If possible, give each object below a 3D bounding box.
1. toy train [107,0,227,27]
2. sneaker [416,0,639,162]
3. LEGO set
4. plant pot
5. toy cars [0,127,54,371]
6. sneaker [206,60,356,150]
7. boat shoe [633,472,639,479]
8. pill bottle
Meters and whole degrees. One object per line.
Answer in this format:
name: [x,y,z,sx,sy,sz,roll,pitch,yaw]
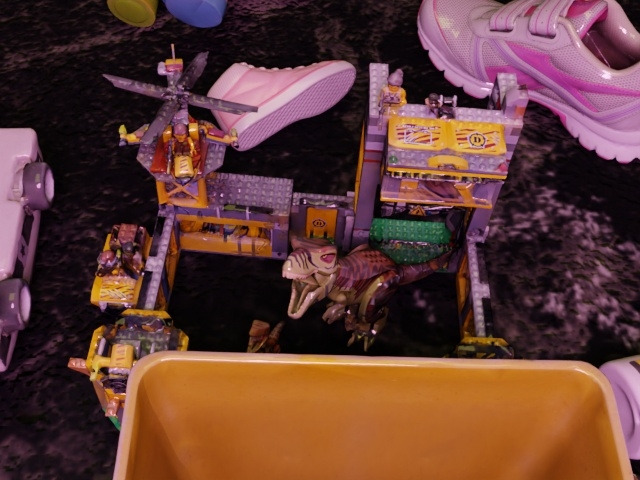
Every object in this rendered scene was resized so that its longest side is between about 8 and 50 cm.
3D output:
toy train: [-0.168,-0.270,0.767,0.248,0.105,0.143,4,66,33]
sneaker: [0.204,-0.177,0.695,0.252,0.111,0.103,29,57,17]
LEGO set: [0.000,0.000,0.498,0.331,0.192,0.255,11,53,4]
plant pot: [0.018,0.190,0.360,0.212,0.187,0.212,2,54,-3]
toy cars: [-0.312,-0.050,0.588,0.176,0.087,0.393,-38,67,-22]
sneaker: [-0.038,-0.136,0.686,0.134,0.051,0.070,-31,66,-19]
boat shoe: [0.194,0.188,0.419,0.083,0.065,0.183,0,28,-6]
pill bottle: [0.247,0.101,0.518,0.116,0.065,0.065,-10,54,-10]
